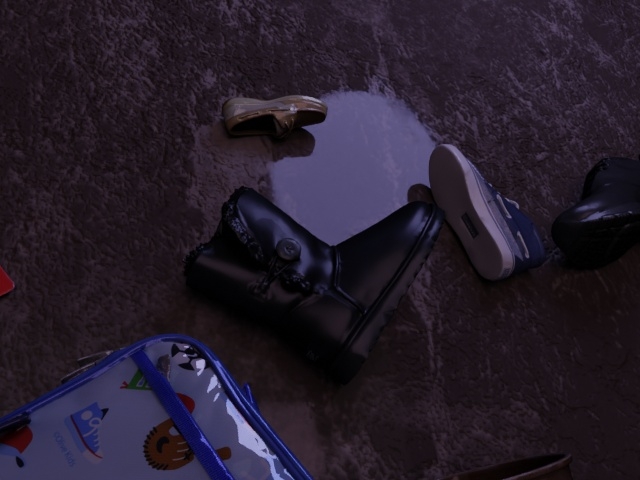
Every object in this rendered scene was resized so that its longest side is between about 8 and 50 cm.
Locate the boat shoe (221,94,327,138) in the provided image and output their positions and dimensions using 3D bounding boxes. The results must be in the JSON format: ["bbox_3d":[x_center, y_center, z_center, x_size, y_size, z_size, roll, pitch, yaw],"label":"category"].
[{"bbox_3d":[-0.055,-0.152,0.718,0.135,0.050,0.045,-5,62,-9],"label":"boat shoe"}]

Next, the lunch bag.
[{"bbox_3d":[-0.112,0.210,0.389,0.243,0.115,0.303,-28,56,-28],"label":"lunch bag"}]

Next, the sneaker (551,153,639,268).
[{"bbox_3d":[0.400,-0.050,0.774,0.286,0.109,0.130,-13,53,-32],"label":"sneaker"}]

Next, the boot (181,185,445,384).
[{"bbox_3d":[0.000,0.000,0.602,0.207,0.094,0.246,35,60,2],"label":"boot"}]

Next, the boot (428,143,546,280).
[{"bbox_3d":[0.210,-0.040,0.723,0.086,0.069,0.190,-9,69,-31],"label":"boot"}]

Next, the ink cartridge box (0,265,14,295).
[{"bbox_3d":[-0.399,0.038,0.460,0.231,0.078,0.134,-35,74,-33],"label":"ink cartridge box"}]

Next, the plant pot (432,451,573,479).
[{"bbox_3d":[0.144,0.270,0.441,0.167,0.167,0.165,-7,68,-22],"label":"plant pot"}]
